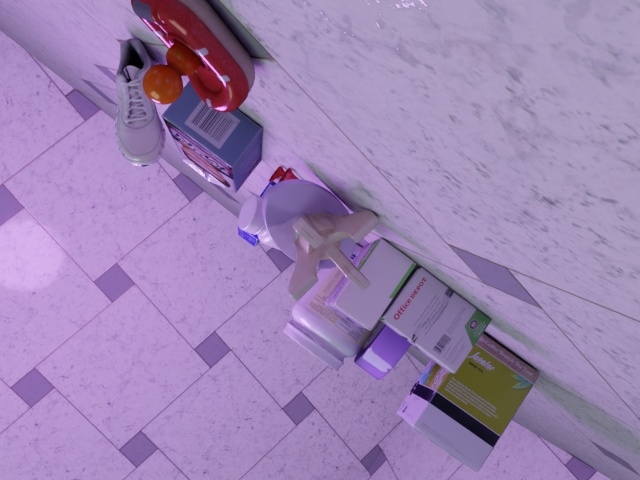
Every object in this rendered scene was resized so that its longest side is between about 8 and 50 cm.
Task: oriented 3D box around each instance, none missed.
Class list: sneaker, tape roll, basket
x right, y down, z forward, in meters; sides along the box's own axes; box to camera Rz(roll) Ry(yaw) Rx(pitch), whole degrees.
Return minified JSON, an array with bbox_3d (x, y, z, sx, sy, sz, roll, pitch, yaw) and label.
[{"bbox_3d":[-0.395,-0.297,1.494,0.118,0.110,0.292,100,161,-68],"label":"sneaker"},{"bbox_3d":[0.212,0.269,2.039,0.090,0.275,0.275,36,173,2],"label":"tape roll"},{"bbox_3d":[-0.301,-0.229,1.977,0.113,0.103,0.167,40,173,-27],"label":"basket"}]

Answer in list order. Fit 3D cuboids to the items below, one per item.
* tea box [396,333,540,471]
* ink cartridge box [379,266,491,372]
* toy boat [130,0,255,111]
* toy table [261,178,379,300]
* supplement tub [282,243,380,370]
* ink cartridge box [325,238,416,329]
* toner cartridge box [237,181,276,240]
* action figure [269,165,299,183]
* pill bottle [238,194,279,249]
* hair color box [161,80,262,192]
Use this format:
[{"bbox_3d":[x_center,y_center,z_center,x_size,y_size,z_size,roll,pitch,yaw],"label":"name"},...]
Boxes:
[{"bbox_3d":[0.411,0.444,2.015,0.220,0.324,0.329,35,172,3],"label":"tea box"},{"bbox_3d":[0.274,0.191,1.700,0.219,0.160,0.092,38,173,-2],"label":"ink cartridge box"},{"bbox_3d":[-0.208,-0.269,1.056,0.151,0.151,0.231,32,171,38],"label":"toy boat"},{"bbox_3d":[0.000,0.000,1.549,0.274,0.252,0.161,28,-165,-35],"label":"toy table"},{"bbox_3d":[0.064,0.189,2.032,0.235,0.325,0.235,36,173,5],"label":"supplement tub"},{"bbox_3d":[0.119,0.114,1.785,0.114,0.198,0.273,35,173,-1],"label":"ink cartridge box"},{"bbox_3d":[-0.178,-0.074,2.153,0.075,0.165,0.348,37,174,-3],"label":"toner cartridge box"},{"bbox_3d":[-0.027,-0.047,1.739,0.280,0.139,0.091,37,175,-28],"label":"action figure"},{"bbox_3d":[-0.103,-0.039,1.928,0.229,0.131,0.131,22,-179,-29],"label":"pill bottle"},{"bbox_3d":[-0.243,-0.232,1.635,0.185,0.114,0.374,37,174,-2],"label":"hair color box"}]
